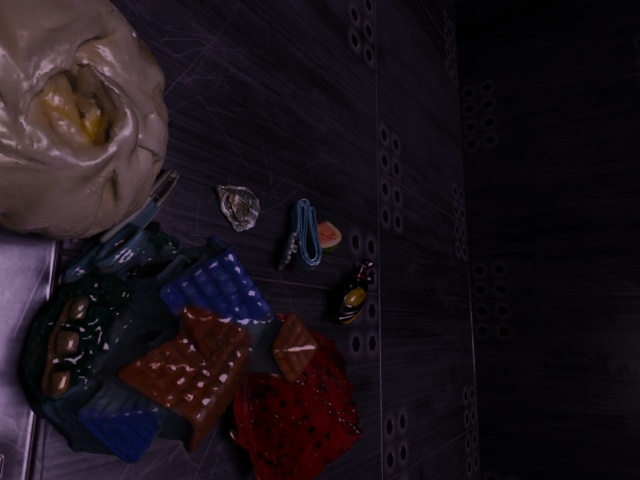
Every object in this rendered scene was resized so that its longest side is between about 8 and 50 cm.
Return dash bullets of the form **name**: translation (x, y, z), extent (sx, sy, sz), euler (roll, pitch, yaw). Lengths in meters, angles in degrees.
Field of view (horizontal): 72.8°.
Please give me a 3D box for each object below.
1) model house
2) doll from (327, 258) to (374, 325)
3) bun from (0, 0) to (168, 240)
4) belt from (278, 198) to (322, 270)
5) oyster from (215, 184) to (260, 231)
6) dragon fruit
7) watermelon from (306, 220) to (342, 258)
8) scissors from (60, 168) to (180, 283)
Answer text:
- **model house**: translation (-0.185, 0.139, 0.602), extent (0.295, 0.329, 0.251), euler (-53, 130, -47)
- **doll**: translation (0.093, 0.146, 1.211), extent (0.249, 0.088, 0.127), euler (-43, 119, -54)
- **bun**: translation (-0.336, -0.184, 0.537), extent (0.365, 0.219, 0.365), euler (19, 68, -56)
- **belt**: translation (-0.052, -0.016, 1.044), extent (0.100, 0.065, 0.179), euler (5, 62, -22)
- **oyster**: translation (-0.176, -0.069, 0.917), extent (0.098, 0.037, 0.100), euler (-7, 111, -37)
- **dragon fruit**: translation (-0.104, 0.290, 0.906), extent (0.329, 0.228, 0.286), euler (44, 14, -17)
- **watermelon**: translation (0.001, 0.013, 1.142), extent (0.163, 0.087, 0.069), euler (-30, 146, -51)
- **scissors**: translation (-0.290, -0.038, 0.686), extent (0.041, 0.138, 0.289), euler (60, 26, -30)
